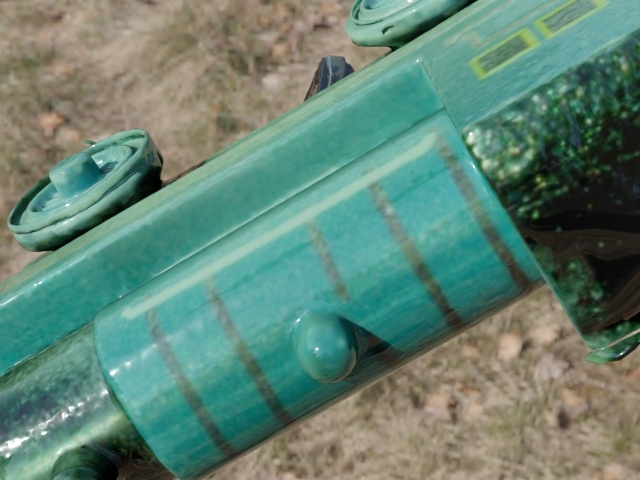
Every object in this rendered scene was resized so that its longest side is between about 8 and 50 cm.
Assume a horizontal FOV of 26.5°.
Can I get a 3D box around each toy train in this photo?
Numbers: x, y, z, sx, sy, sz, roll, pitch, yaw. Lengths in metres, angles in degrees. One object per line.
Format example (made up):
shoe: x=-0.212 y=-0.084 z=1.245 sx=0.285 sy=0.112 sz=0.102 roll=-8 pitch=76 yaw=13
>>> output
toy train: x=0.000 y=0.000 z=0.493 sx=0.298 sy=0.120 sz=0.194 roll=-30 pitch=23 yaw=8

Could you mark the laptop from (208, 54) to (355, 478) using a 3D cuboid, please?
laptop: x=-0.029 y=0.016 z=0.755 sx=0.026 sy=0.207 sz=0.154 roll=19 pitch=40 yaw=-6
